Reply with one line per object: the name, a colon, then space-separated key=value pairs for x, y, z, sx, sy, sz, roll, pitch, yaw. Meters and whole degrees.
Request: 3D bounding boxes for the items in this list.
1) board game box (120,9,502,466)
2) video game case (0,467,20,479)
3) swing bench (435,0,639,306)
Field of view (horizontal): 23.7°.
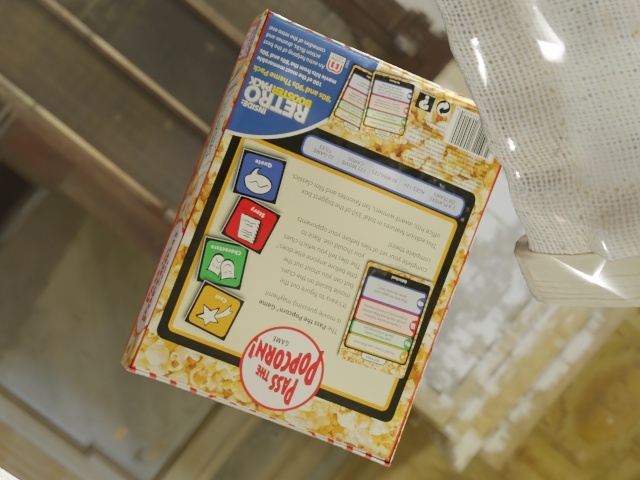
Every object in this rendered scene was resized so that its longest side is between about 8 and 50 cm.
board game box: x=0.000 y=0.000 z=0.786 sx=0.045 sy=0.147 sz=0.193 roll=-173 pitch=-74 yaw=-78
video game case: x=-0.120 y=0.256 z=0.784 sx=0.042 sy=0.232 sz=0.210 roll=-33 pitch=-148 yaw=35
swing bench: x=0.123 y=-0.157 z=0.407 sx=0.165 sy=0.253 sz=0.255 roll=-6 pitch=-147 yaw=33
